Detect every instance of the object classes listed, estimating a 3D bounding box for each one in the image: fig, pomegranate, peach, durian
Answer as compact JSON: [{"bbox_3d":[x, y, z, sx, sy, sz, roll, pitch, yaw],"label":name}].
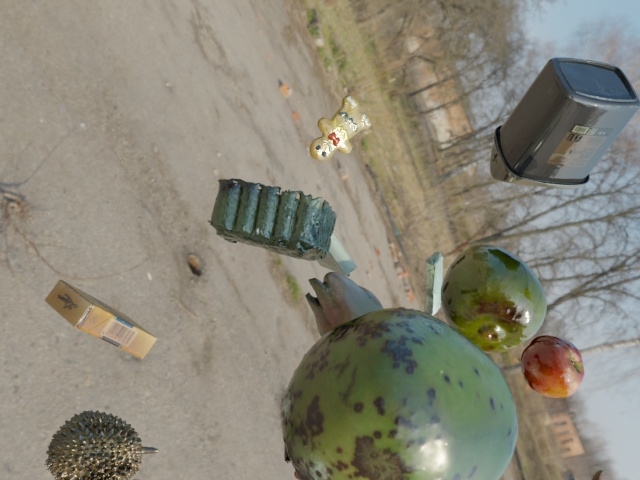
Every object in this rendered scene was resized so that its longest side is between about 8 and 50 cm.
[{"bbox_3d":[0.352,0.106,1.128,0.203,0.203,0.225,59,27,-36],"label":"fig"},{"bbox_3d":[0.072,0.181,0.696,0.285,0.285,0.341,54,8,-46],"label":"pomegranate"},{"bbox_3d":[0.363,0.200,0.868,0.101,0.100,0.101,-20,90,-75],"label":"peach"},{"bbox_3d":[-0.281,0.279,0.694,0.071,0.140,0.110,-131,-137,-77],"label":"durian"}]

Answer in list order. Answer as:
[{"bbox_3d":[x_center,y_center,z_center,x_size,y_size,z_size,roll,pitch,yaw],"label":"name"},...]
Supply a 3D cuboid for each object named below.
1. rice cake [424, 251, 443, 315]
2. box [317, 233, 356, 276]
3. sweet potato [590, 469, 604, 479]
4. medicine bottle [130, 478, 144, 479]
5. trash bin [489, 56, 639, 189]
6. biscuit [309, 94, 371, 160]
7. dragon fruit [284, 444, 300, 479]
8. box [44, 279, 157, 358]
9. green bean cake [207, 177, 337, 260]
[{"bbox_3d":[0.285,0.110,1.387,0.034,0.043,0.211,32,-35,35],"label":"rice cake"},{"bbox_3d":[0.000,0.000,1.487,0.211,0.045,0.270,55,-10,-10],"label":"box"},{"bbox_3d":[0.721,0.733,1.439,0.057,0.057,0.264,6,91,-74],"label":"sweet potato"},{"bbox_3d":[-0.551,0.703,1.271,0.242,0.395,0.242,-15,90,-74],"label":"medicine bottle"},{"bbox_3d":[0.506,-0.230,1.173,0.290,0.209,0.182,109,-17,-52],"label":"trash bin"},{"bbox_3d":[0.061,-0.362,1.839,0.158,0.240,0.035,41,3,-25],"label":"biscuit"},{"bbox_3d":[0.053,0.464,1.158,0.305,0.226,0.305,38,-32,29],"label":"dragon fruit"},{"bbox_3d":[-0.533,0.196,1.342,0.070,0.152,0.237,-55,143,-14],"label":"box"},{"bbox_3d":[-0.071,-0.027,0.869,0.181,0.173,0.094,47,56,-81],"label":"green bean cake"}]
